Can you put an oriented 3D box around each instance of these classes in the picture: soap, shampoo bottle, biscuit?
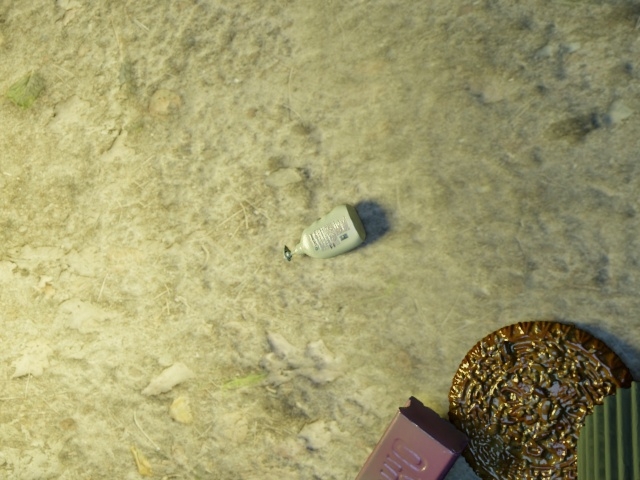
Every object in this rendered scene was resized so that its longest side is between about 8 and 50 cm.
[{"bbox_3d":[0.143,0.369,1.307,0.122,0.065,0.203,35,118,18],"label":"soap"},{"bbox_3d":[0.000,0.000,1.367,0.152,0.045,0.077,-28,85,22],"label":"shampoo bottle"},{"bbox_3d":[0.343,0.273,1.239,0.305,0.038,0.305,3,96,24],"label":"biscuit"}]

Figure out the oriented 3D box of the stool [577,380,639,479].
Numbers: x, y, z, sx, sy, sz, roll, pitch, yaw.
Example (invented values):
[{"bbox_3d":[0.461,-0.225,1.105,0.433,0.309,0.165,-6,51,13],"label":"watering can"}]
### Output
[{"bbox_3d":[0.465,0.381,0.989,0.297,0.330,0.297,9,120,16],"label":"stool"}]
